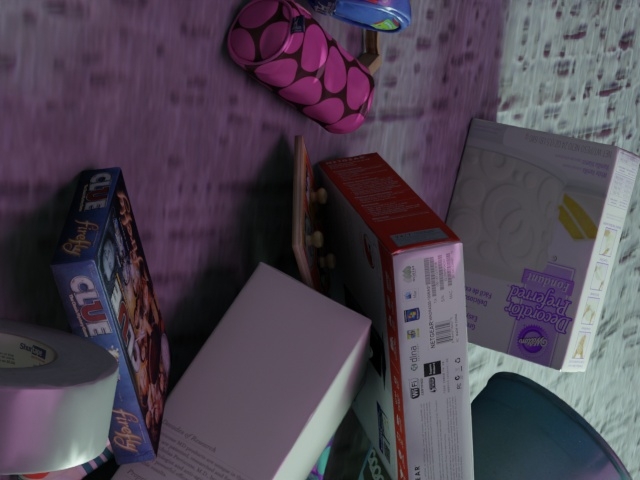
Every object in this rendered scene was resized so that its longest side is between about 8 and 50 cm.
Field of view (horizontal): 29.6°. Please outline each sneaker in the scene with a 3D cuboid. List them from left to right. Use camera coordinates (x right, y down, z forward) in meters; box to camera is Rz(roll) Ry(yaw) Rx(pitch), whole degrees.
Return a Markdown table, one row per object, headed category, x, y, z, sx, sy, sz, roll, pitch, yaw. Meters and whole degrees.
| category | x | y | z | sx | sy | sz | roll | pitch | yaw |
| --- | --- | --- | --- | --- | --- | --- | --- | --- | --- |
| sneaker | -0.249 | 0.217 | 1.252 | 0.161 | 0.057 | 0.075 | -8 | 126 | -55 |

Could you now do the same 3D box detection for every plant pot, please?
| category | x | y | z | sx | sy | sz | roll | pitch | yaw |
| --- | --- | --- | --- | --- | --- | --- | --- | --- | --- |
| plant pot | 0.242 | 0.362 | 1.636 | 0.255 | 0.272 | 0.271 | -40 | 136 | -17 |

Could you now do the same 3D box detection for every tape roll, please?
| category | x | y | z | sx | sy | sz | roll | pitch | yaw |
| --- | --- | --- | --- | --- | --- | --- | --- | --- | --- |
| tape roll | -0.281 | 0.122 | 1.006 | 0.219 | 0.219 | 0.072 | 0 | 102 | -55 |

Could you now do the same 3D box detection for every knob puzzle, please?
| category | x | y | z | sx | sy | sz | roll | pitch | yaw |
| --- | --- | --- | --- | --- | --- | --- | --- | --- | --- |
| knob puzzle | 0.000 | 0.000 | 1.448 | 0.213 | 0.030 | 0.213 | -7 | 90 | -82 |

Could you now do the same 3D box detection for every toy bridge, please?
| category | x | y | z | sx | sy | sz | roll | pitch | yaw |
| --- | --- | --- | --- | --- | --- | --- | --- | --- | --- |
| toy bridge | 0.047 | -0.290 | 1.485 | 0.063 | 0.026 | 0.188 | -51 | 139 | -32 |

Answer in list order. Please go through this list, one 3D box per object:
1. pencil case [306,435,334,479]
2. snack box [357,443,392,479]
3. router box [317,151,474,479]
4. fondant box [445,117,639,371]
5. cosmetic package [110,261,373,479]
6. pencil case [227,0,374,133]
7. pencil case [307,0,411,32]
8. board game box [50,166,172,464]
| category | x | y | z | sx | sy | sz | roll | pitch | yaw |
| --- | --- | --- | --- | --- | --- | --- | --- | --- | --- |
| pencil case | -0.018 | 0.270 | 1.586 | 0.070 | 0.065 | 0.151 | 14 | 91 | -69 |
| snack box | 0.105 | 0.393 | 1.761 | 0.187 | 0.060 | 0.321 | -12 | 126 | -53 |
| router box | 0.088 | 0.101 | 1.459 | 0.082 | 0.301 | 0.335 | -11 | 114 | -11 |
| fondant box | 0.306 | 0.005 | 1.789 | 0.096 | 0.238 | 0.330 | 7 | 97 | -57 |
| cosmetic package | -0.094 | 0.233 | 1.334 | 0.365 | 0.155 | 0.197 | -57 | 165 | -26 |
| pencil case | -0.014 | -0.201 | 1.380 | 0.209 | 0.095 | 0.098 | 34 | 70 | -57 |
| pencil case | 0.060 | -0.385 | 1.358 | 0.119 | 0.133 | 0.306 | 29 | 71 | -81 |
| board game box | -0.198 | 0.074 | 1.189 | 0.165 | 0.042 | 0.243 | -89 | 171 | -56 |
